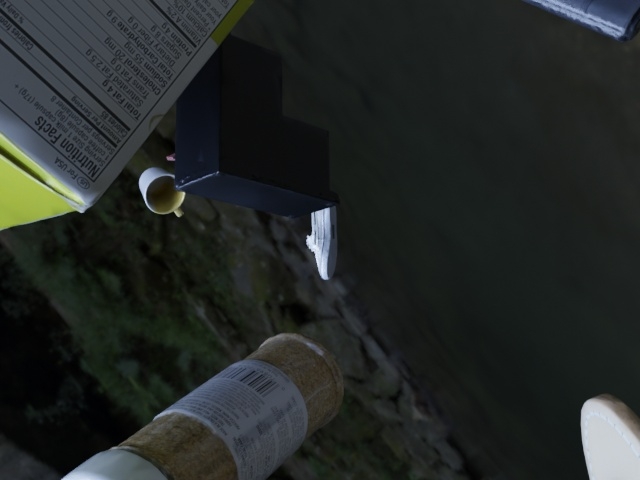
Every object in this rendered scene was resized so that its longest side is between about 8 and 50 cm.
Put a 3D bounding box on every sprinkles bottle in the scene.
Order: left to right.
[{"bbox_3d":[-0.104,0.205,0.936,0.121,0.121,0.355,52,-148,6],"label":"sprinkles bottle"}]

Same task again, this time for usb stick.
[{"bbox_3d":[0.350,-0.369,1.376,0.278,0.077,0.045,33,177,30],"label":"usb stick"}]

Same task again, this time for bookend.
[{"bbox_3d":[-0.061,-0.117,0.939,0.156,0.157,0.072,12,161,-42],"label":"bookend"}]

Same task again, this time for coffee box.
[{"bbox_3d":[-0.284,-0.235,0.779,0.338,0.334,0.337,44,153,-24],"label":"coffee box"}]

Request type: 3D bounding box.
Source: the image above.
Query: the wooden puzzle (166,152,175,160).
[{"bbox_3d":[-0.211,-0.137,1.458,0.083,0.049,0.006,13,128,66],"label":"wooden puzzle"}]

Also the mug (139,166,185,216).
[{"bbox_3d":[-0.240,-0.073,1.400,0.064,0.062,0.078,40,135,54],"label":"mug"}]

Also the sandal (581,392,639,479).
[{"bbox_3d":[0.117,0.187,0.360,0.088,0.079,0.240,154,99,-81],"label":"sandal"}]

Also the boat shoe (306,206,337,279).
[{"bbox_3d":[0.000,0.000,1.199,0.035,0.035,0.100,7,-99,-69],"label":"boat shoe"}]
